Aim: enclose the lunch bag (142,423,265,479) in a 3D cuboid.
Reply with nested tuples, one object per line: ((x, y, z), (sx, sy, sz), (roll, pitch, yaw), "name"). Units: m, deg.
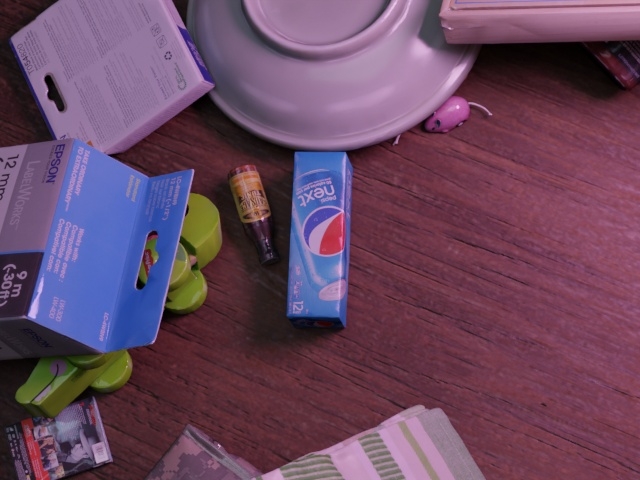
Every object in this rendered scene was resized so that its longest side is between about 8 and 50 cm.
((-0.099, 0.389, 1.650), (0.287, 0.169, 0.235), (35, 82, 19), "lunch bag")

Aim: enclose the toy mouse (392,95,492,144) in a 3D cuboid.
((0.133, -0.181, 1.835), (0.161, 0.031, 0.143), (38, 83, 15), "toy mouse")

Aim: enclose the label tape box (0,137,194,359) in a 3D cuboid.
((-0.344, 0.009, 1.731), (0.347, 0.115, 0.249), (-7, 57, 26), "label tape box")

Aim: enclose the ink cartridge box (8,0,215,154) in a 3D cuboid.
((-0.274, -0.232, 1.885), (0.224, 0.045, 0.223), (-32, 73, 17), "ink cartridge box")

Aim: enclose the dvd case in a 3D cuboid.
((-0.325, 0.253, 1.795), (0.119, 0.013, 0.087), (-20, 74, 3), "dvd case")

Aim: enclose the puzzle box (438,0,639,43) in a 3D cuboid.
((0.362, -0.350, 1.716), (0.408, 0.052, 0.272), (2, 55, 22), "puzzle box")

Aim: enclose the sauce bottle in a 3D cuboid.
((-0.081, -0.032, 1.821), (0.042, 0.042, 0.128), (-21, 74, 2), "sauce bottle")

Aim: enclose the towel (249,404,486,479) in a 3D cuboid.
((0.080, 0.325, 1.600), (0.038, 0.324, 0.248), (-45, 69, 41), "towel")

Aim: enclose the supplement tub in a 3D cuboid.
((0.411, -0.283, 1.766), (0.198, 0.106, 0.106), (-44, 74, 9), "supplement tub")

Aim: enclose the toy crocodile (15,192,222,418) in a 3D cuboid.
((-0.243, 0.082, 1.777), (0.105, 0.115, 0.340), (41, 82, 21), "toy crocodile")

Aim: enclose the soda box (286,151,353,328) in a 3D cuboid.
((0.000, 0.000, 1.785), (0.067, 0.071, 0.210), (0, 75, 8), "soda box")

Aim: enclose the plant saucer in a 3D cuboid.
((0.013, -0.312, 1.832), (0.400, 0.100, 0.401), (-4, 71, 10), "plant saucer")
